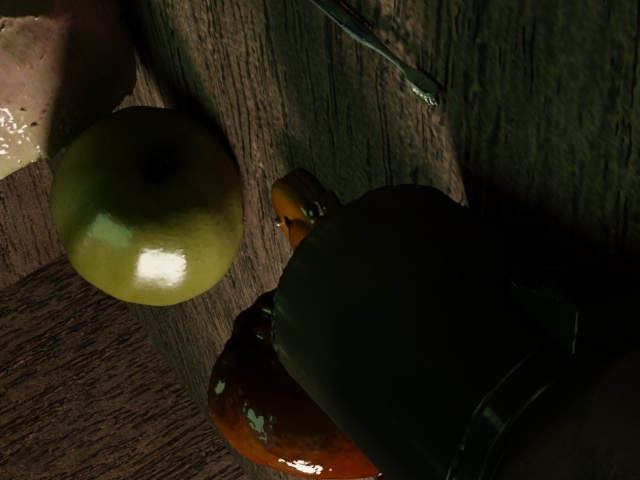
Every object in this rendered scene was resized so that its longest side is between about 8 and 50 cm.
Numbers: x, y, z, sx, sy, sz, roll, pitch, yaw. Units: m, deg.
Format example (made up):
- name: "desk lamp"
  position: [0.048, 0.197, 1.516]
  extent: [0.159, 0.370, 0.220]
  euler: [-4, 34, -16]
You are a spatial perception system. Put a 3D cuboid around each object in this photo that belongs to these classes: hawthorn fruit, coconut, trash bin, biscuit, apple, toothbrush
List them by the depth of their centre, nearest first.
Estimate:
- name: "trash bin"
  position: [0.114, 0.094, 0.942]
  extent: [0.301, 0.203, 0.252]
  euler: [39, 138, 55]
- name: "toothbrush"
  position: [0.028, -0.171, 1.048]
  extent: [0.219, 0.016, 0.019]
  euler: [46, 170, 36]
- name: "hawthorn fruit"
  position: [0.025, 0.152, 1.350]
  extent: [0.261, 0.224, 0.224]
  euler: [28, 176, -21]
- name: "biscuit"
  position: [-0.003, 0.002, 1.440]
  extent: [0.170, 0.050, 0.170]
  euler: [52, 165, 21]
- name: "coconut"
  position: [-0.465, -0.296, 1.724]
  extent: [0.404, 0.404, 0.404]
  euler: [53, 165, 21]
- name: "apple"
  position: [-0.228, -0.048, 1.732]
  extent: [0.279, 0.279, 0.279]
  euler: [53, 165, 21]

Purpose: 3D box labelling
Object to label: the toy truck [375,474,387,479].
- name: "toy truck"
  position: [0.111, 0.394, 1.487]
  extent: [0.265, 0.239, 0.189]
  euler: [47, 161, 40]
